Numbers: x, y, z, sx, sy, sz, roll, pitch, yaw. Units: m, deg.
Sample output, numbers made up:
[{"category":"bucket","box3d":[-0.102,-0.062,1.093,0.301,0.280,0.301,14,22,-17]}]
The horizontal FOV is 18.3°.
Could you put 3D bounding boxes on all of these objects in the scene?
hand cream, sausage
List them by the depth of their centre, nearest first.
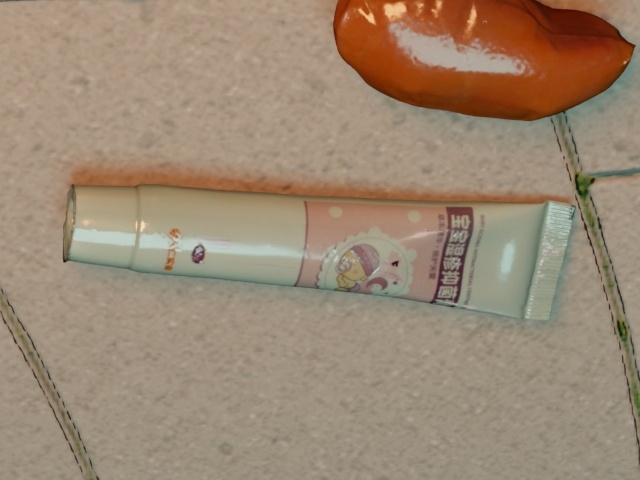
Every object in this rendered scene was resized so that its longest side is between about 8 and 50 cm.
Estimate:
[{"category":"sausage","box3d":[0.095,-0.118,1.182,0.179,0.089,0.089,12,126,-9]},{"category":"hand cream","box3d":[0.000,0.000,1.289,0.331,0.058,0.085,4,108,-15]}]
